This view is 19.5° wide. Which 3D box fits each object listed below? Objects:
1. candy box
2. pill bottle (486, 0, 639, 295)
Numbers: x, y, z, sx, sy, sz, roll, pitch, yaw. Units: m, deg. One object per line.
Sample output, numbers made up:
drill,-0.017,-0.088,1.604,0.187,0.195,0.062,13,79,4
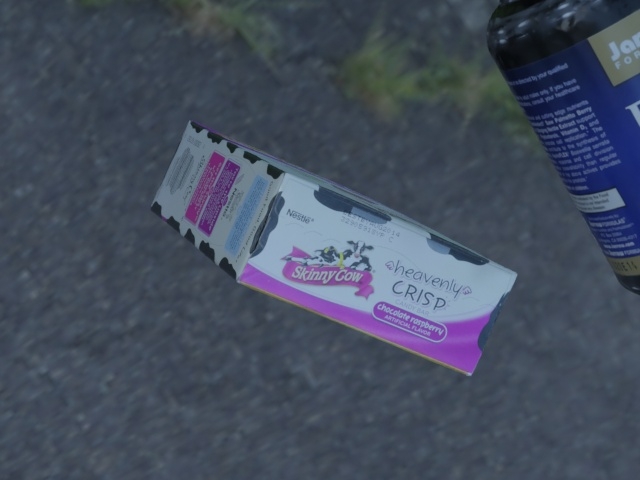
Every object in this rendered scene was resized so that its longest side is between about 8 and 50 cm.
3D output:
candy box,0.000,0.000,1.151,0.159,0.233,0.071,23,93,-20
pill bottle,0.164,-0.090,0.985,0.123,0.123,0.219,-41,105,-42
